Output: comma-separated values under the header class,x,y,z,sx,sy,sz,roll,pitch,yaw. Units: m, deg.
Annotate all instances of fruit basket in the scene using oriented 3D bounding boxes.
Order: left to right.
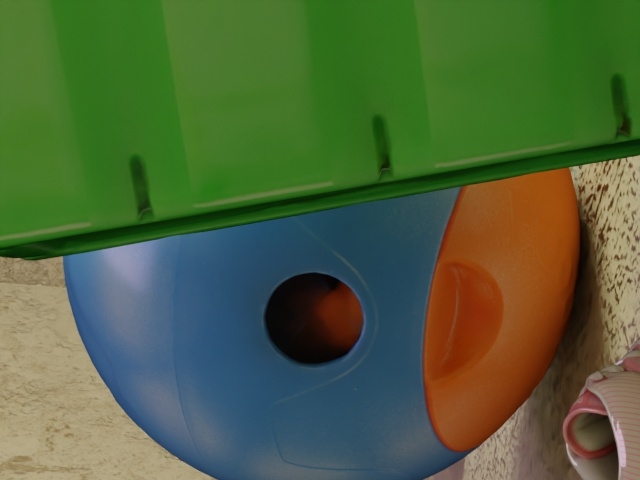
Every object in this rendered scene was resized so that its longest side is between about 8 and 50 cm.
class,x,y,z,sx,sy,sz,roll,pitch,yaw
fruit basket,-0.013,-0.193,0.596,0.283,0.391,0.392,150,124,-87

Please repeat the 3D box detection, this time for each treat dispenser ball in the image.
class,x,y,z,sx,sy,sz,roll,pitch,yaw
treat dispenser ball,0.000,0.000,0.856,0.288,0.288,0.288,-176,90,-87

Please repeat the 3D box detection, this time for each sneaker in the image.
class,x,y,z,sx,sy,sz,roll,pitch,yaw
sneaker,0.120,0.044,0.539,0.134,0.070,0.051,-87,1,-45
